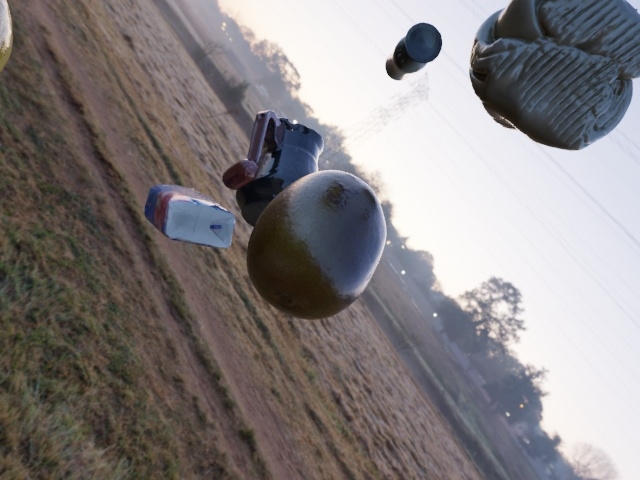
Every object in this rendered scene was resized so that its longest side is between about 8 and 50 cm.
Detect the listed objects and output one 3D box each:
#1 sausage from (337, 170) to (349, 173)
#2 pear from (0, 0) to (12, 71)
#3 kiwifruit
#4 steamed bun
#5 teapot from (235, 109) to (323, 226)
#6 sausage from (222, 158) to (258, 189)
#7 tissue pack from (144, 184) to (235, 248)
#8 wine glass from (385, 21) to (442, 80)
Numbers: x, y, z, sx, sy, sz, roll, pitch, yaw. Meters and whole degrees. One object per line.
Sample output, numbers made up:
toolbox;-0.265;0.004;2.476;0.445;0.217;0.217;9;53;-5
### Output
sausage;0.067;-0.105;1.340;0.071;0.071;0.234;52;26;-43
pear;-0.492;-0.276;0.553;0.209;0.208;0.209;55;4;-5
kiwifruit;0.000;0.000;0.681;0.195;0.234;0.196;25;-33;18
steamed bun;0.529;-0.395;1.041;0.368;0.342;0.255;46;15;-5
teapot;-0.139;-0.245;1.581;0.376;0.305;0.362;52;40;-55
sausage;-0.245;-0.202;1.388;0.076;0.141;0.076;16;66;-41
tissue pack;-0.392;-0.080;1.364;0.209;0.138;0.269;14;6;-33
wine glass;0.249;-0.516;1.268;0.103;0.103;0.231;55;-1;-10
